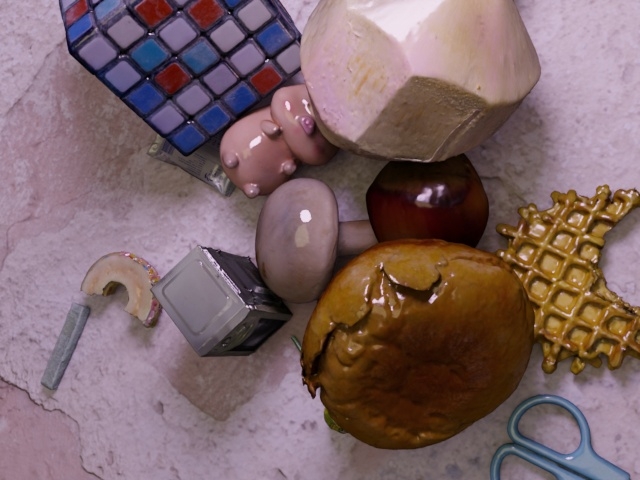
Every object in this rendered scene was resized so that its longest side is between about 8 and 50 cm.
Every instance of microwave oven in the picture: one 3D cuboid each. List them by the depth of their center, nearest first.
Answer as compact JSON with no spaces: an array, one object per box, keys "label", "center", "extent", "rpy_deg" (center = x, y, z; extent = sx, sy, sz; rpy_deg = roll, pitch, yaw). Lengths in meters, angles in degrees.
[{"label":"microwave oven","center":[-0.153,0.100,1.374],"extent":[0.129,0.205,0.163],"rpy_deg":[-41,74,8]}]

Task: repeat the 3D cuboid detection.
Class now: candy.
[{"label":"candy","center":[0.003,0.238,1.396],"extent":[0.194,0.062,0.058],"rpy_deg":[56,144,24]}]

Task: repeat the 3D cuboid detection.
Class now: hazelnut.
[{"label":"hazelnut","center":[0.178,-0.040,1.316],"extent":[0.208,0.208,0.208],"rpy_deg":[-2,82,17]}]

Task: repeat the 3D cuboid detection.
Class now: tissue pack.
[{"label":"tissue pack","center":[-0.219,-0.173,1.524],"extent":[0.193,0.026,0.123],"rpy_deg":[28,92,19]}]

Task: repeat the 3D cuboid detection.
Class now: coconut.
[{"label":"coconut","center":[0.150,-0.279,1.228],"extent":[0.352,0.352,0.353],"rpy_deg":[-2,82,17]}]

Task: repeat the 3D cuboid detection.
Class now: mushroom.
[{"label":"mushroom","center":[0.000,0.000,1.367],"extent":[0.215,0.207,0.207],"rpy_deg":[-1,81,-17]}]

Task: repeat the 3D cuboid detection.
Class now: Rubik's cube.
[{"label":"Rubik's cube","center":[-0.229,-0.372,1.373],"extent":[0.293,0.287,0.292],"rpy_deg":[-34,46,11]}]

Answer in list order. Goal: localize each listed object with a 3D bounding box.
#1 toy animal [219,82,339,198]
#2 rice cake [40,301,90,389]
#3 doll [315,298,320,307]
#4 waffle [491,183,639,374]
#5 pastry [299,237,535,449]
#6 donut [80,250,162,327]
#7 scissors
[{"label":"toy animal","center":[-0.053,-0.175,1.411],"extent":[0.250,0.154,0.166],"rpy_deg":[-31,117,2]},{"label":"rice cake","center":[-0.478,0.197,1.553],"extent":[0.033,0.029,0.171],"rpy_deg":[22,90,22]},{"label":"doll","center":[0.071,0.154,1.357],"extent":[0.149,0.095,0.192],"rpy_deg":[-43,71,2]},{"label":"waffle","center":[0.392,0.061,1.286],"extent":[0.259,0.069,0.293],"rpy_deg":[-15,78,14]},{"label":"pastry","center":[0.146,0.153,1.208],"extent":[0.356,0.164,0.356],"rpy_deg":[-4,111,-11]},{"label":"donut","center":[-0.347,0.079,1.509],"extent":[0.166,0.065,0.108],"rpy_deg":[27,91,19]},{"label":"scissors","center":[0.479,0.394,1.233],"extent":[0.447,0.029,0.193],"rpy_deg":[24,90,19]}]
